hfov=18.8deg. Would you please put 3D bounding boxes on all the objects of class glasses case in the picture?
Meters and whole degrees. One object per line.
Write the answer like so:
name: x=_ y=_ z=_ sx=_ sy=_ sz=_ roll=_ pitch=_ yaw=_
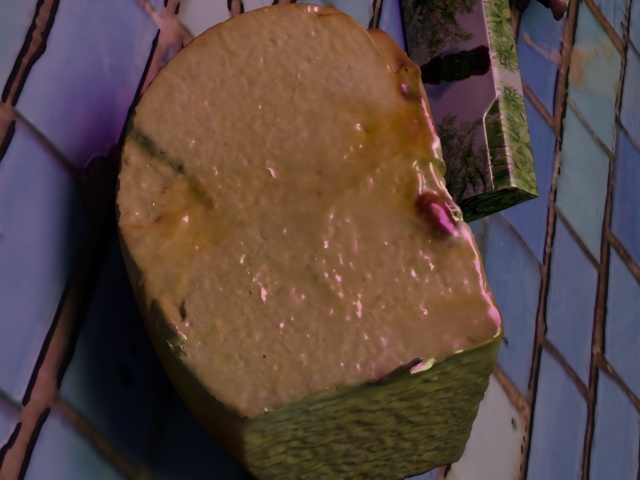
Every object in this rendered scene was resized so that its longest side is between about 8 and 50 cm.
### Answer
glasses case: x=0.134 y=-0.157 z=1.815 sx=0.062 sy=0.095 sz=0.272 roll=18 pitch=58 yaw=-48

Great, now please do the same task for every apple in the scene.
apple: x=0.000 y=0.000 z=1.375 sx=0.314 sy=0.252 sz=0.309 roll=15 pitch=44 yaw=-50

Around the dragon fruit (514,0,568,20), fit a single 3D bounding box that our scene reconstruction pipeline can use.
dragon fruit: x=0.237 y=-0.314 z=2.061 sx=0.142 sy=0.130 sz=0.121 roll=-55 pitch=152 yaw=-55
